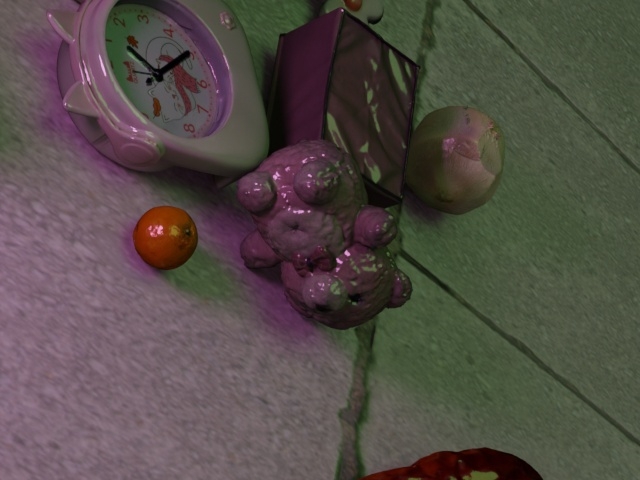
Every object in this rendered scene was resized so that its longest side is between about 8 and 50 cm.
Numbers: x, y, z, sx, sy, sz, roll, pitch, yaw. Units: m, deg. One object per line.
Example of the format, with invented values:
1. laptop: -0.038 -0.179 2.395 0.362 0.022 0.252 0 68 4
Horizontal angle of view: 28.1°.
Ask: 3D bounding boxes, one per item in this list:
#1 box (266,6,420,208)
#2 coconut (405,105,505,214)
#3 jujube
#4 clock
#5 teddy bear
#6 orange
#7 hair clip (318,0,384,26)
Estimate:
1. box: 0.029 -0.179 1.877 0.188 0.153 0.252 30 60 -34
2. coconut: 0.220 -0.126 2.077 0.171 0.171 0.183 45 34 -22
3. jujube: 0.166 0.383 1.726 0.342 0.216 0.216 1 69 -36
4. clock: -0.222 -0.210 1.671 0.324 0.108 0.265 5 68 -46
5. teddy bear: 0.000 -0.001 1.709 0.151 0.236 0.267 -46 125 -56
6. orange: -0.194 -0.003 1.609 0.083 0.083 0.084 26 52 -38
7. hair clip: 0.032 -0.334 2.063 0.146 0.075 0.257 34 52 -38
